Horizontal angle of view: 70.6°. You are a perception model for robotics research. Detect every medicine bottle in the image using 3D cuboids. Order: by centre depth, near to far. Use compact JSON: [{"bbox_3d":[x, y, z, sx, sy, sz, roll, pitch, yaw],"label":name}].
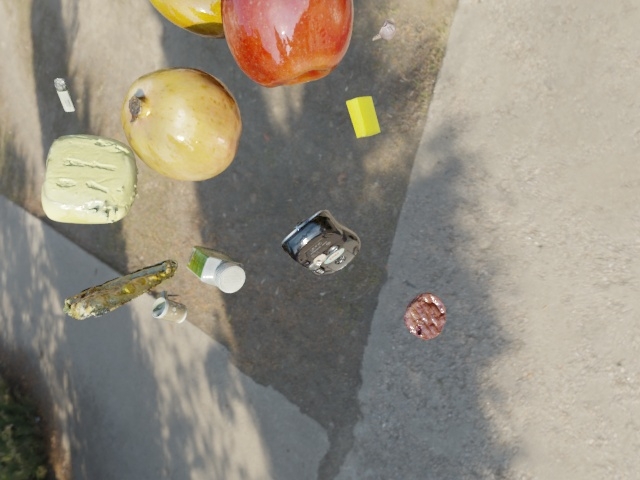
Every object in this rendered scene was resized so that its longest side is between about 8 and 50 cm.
[{"bbox_3d":[-0.317,0.090,1.406,0.189,0.132,0.088,25,95,48],"label":"medicine bottle"}]

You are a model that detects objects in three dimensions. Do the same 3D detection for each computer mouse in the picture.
[{"bbox_3d":[0.000,0.000,1.017,0.137,0.233,0.096,-42,59,6],"label":"computer mouse"}]

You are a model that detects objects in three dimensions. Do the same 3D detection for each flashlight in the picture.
[{"bbox_3d":[-0.464,-0.263,0.820,0.018,0.018,0.083,72,158,9],"label":"flashlight"}]

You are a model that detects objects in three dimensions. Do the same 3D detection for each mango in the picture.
[{"bbox_3d":[-0.237,-0.478,0.895,0.120,0.221,0.151,119,151,-55],"label":"mango"}]

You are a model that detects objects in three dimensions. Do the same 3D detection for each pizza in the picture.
[{"bbox_3d":[-0.813,0.201,1.740,0.392,0.435,0.080,-14,100,26],"label":"pizza"}]

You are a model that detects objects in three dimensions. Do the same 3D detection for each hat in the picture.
[{"bbox_3d":[0.174,-0.550,1.198,0.058,0.042,0.087,-55,11,-5],"label":"hat"}]

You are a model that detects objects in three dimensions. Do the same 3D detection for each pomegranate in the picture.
[{"bbox_3d":[-0.225,-0.188,0.735,0.191,0.191,0.191,-4,84,40],"label":"pomegranate"}]

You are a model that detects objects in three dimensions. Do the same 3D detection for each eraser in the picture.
[{"bbox_3d":[0.139,-0.394,1.444,0.045,0.097,0.122,-10,101,37],"label":"eraser"}]

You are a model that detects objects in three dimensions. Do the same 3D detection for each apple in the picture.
[{"bbox_3d":[-0.053,-0.367,0.745,0.218,0.218,0.201,-5,105,40],"label":"apple"}]

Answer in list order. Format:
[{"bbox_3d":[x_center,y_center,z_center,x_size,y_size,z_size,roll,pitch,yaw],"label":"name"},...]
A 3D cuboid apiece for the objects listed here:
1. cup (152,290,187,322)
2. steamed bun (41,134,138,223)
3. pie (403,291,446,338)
[{"bbox_3d":[-0.529,0.237,1.584,0.074,0.099,0.102,-48,48,9],"label":"cup"},{"bbox_3d":[-0.621,-0.150,1.236,0.166,0.232,0.272,121,145,-55],"label":"steamed bun"},{"bbox_3d":[0.345,0.248,1.485,0.038,0.154,0.153,149,118,-71],"label":"pie"}]
